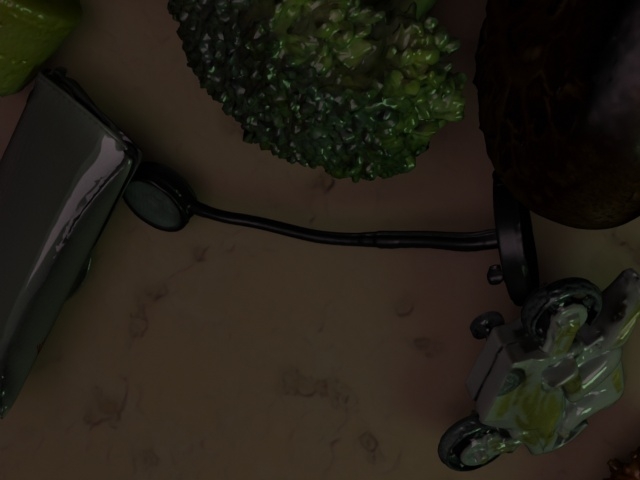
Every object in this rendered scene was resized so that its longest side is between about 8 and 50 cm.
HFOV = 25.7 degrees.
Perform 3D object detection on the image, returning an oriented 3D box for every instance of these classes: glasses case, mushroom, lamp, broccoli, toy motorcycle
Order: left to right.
[{"bbox_3d":[-0.252,0.008,1.233,0.128,0.083,0.308,36,106,23],"label":"glasses case"},{"bbox_3d":[-0.003,-0.180,1.055,0.260,0.235,0.288,-31,95,37],"label":"broccoli"},{"bbox_3d":[0.017,-0.028,1.192,0.371,0.108,0.130,8,141,27],"label":"lamp"},{"bbox_3d":[0.188,0.109,1.127,0.151,0.074,0.229,3,131,-27],"label":"toy motorcycle"},{"bbox_3d":[0.222,-0.151,1.011,0.278,0.163,0.297,35,110,51],"label":"mushroom"}]

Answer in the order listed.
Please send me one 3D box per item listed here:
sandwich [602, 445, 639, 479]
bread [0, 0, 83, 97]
[{"bbox_3d":[0.304,0.263,1.143,0.184,0.109,0.160,20,83,12],"label":"sandwich"},{"bbox_3d":[-0.270,-0.193,1.197,0.111,0.129,0.114,37,114,-8],"label":"bread"}]
